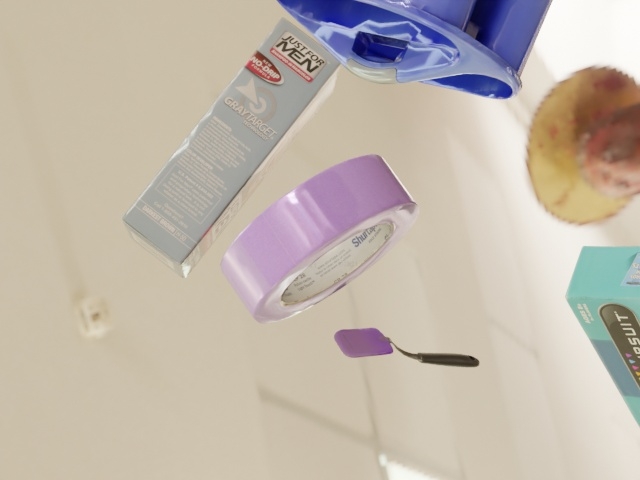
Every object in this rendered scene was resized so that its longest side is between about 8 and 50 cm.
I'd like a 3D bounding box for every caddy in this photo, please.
[{"bbox_3d":[0.097,-0.257,1.673,0.241,0.341,0.179,31,-96,-38],"label":"caddy"}]

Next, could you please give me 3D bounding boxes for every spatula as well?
[{"bbox_3d":[0.156,0.192,2.575,0.296,0.030,0.084,13,-156,-32],"label":"spatula"}]

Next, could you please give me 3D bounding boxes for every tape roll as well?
[{"bbox_3d":[0.000,0.000,2.046,0.090,0.275,0.275,56,-166,14],"label":"tape roll"}]

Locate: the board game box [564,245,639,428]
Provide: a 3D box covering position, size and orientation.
[{"bbox_3d":[0.466,0.112,1.586,0.254,0.336,0.079,55,-132,-37],"label":"board game box"}]

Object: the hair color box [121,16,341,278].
[{"bbox_3d":[-0.129,-0.130,2.177,0.113,0.374,0.185,37,172,2],"label":"hair color box"}]
